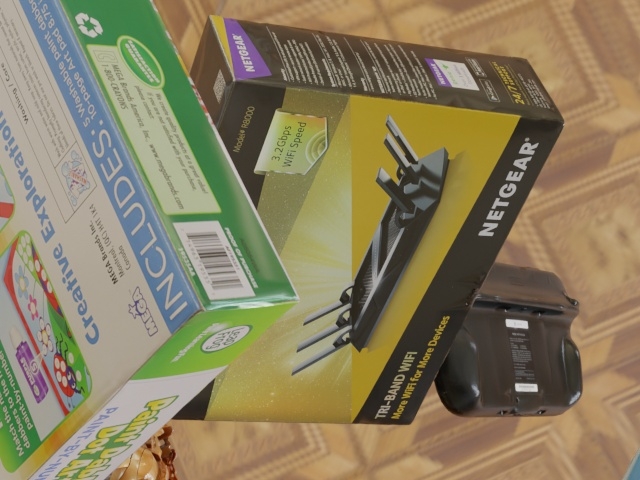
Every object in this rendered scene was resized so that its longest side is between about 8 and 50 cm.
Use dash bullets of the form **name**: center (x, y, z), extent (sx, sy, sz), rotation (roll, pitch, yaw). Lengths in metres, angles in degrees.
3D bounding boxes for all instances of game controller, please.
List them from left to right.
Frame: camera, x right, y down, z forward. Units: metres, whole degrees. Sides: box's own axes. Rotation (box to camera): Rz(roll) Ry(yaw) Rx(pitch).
- **game controller**: center (0.199, 0.106, 1.611), extent (0.067, 0.319, 0.166), rotation (-4, 82, 33)

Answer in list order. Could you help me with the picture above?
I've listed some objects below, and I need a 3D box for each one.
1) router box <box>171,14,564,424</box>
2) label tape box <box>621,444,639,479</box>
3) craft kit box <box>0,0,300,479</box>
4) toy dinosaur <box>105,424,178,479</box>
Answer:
- **router box**: center (0.000, 0.000, 1.074), extent (0.243, 0.309, 0.081), rotation (4, 39, -23)
- **label tape box**: center (0.294, 0.109, 0.675), extent (0.348, 0.249, 0.115), rotation (14, 31, -6)
- **craft kit box**: center (-0.144, -0.013, 0.631), extent (0.061, 0.246, 0.250), rotation (-3, 60, -47)
- **toy dinosaur**: center (-0.217, 0.277, 1.536), extent (0.218, 0.322, 0.164), rotation (-12, 105, 17)
